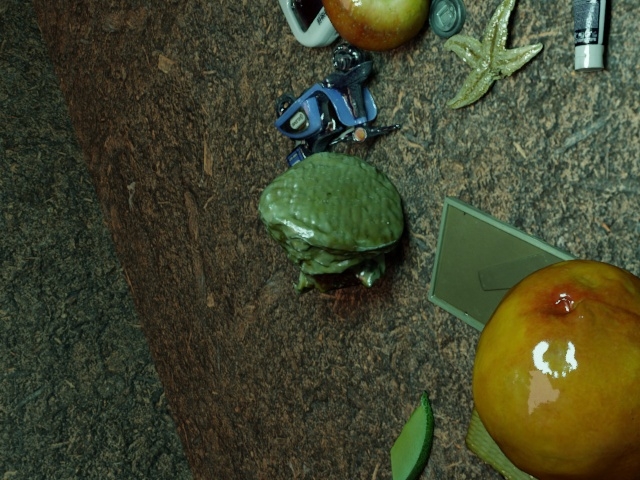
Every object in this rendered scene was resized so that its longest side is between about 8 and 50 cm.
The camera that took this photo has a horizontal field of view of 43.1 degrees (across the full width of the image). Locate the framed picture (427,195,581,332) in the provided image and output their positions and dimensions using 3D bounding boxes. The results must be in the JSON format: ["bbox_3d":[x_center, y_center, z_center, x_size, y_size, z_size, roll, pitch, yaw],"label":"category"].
[{"bbox_3d":[0.338,0.077,1.552,0.324,0.020,0.240,31,124,45],"label":"framed picture"}]

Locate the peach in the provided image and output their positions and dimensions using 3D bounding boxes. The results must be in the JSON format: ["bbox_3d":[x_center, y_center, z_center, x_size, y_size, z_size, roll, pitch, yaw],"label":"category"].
[{"bbox_3d":[0.394,0.197,1.227,0.343,0.343,0.301,35,148,43],"label":"peach"}]

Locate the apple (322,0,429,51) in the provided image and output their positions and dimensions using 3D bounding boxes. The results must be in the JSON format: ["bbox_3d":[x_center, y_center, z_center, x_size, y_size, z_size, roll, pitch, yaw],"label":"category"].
[{"bbox_3d":[0.100,-0.482,1.561,0.173,0.211,0.234,-176,85,-77],"label":"apple"}]

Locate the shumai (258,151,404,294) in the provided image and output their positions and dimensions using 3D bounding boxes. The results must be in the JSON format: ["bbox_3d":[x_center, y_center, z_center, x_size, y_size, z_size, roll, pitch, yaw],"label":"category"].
[{"bbox_3d":[0.000,0.000,1.732,0.288,0.330,0.291,-56,46,47],"label":"shumai"}]

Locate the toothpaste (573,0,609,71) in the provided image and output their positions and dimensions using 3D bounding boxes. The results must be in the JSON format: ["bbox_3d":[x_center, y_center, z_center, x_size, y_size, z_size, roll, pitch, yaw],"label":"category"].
[{"bbox_3d":[0.429,-0.368,1.282,0.071,0.045,0.193,3,96,45],"label":"toothpaste"}]

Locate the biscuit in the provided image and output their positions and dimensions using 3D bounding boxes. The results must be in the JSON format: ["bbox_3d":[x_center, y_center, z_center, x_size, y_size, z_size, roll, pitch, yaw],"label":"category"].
[{"bbox_3d":[0.390,0.403,1.569,0.254,0.029,0.172,38,129,41],"label":"biscuit"}]

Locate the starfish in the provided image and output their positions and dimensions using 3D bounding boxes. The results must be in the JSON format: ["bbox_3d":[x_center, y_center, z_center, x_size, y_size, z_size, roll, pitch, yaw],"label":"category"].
[{"bbox_3d":[0.291,-0.340,1.470,0.247,0.050,0.138,-30,74,50],"label":"starfish"}]

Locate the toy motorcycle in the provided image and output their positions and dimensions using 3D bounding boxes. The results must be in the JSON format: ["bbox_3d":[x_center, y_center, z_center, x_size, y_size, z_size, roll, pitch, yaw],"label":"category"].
[{"bbox_3d":[0.027,-0.276,1.795,0.358,0.125,0.212,-34,81,54],"label":"toy motorcycle"}]

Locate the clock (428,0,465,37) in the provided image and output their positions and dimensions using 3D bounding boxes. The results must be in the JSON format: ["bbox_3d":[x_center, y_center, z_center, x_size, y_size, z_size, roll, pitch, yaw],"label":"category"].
[{"bbox_3d":[0.240,-0.427,1.537,0.085,0.017,0.085,21,116,50],"label":"clock"}]

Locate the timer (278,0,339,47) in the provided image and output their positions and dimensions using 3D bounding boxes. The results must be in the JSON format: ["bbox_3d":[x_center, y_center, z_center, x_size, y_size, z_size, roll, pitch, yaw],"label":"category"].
[{"bbox_3d":[0.005,-0.564,1.758,0.262,0.087,0.237,-45,63,50],"label":"timer"}]

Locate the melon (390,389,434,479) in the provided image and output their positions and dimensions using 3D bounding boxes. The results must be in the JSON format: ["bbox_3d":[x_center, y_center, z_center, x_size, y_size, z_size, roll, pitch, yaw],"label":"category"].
[{"bbox_3d":[0.211,0.447,1.829,0.114,0.053,0.261,-121,40,-54],"label":"melon"}]
